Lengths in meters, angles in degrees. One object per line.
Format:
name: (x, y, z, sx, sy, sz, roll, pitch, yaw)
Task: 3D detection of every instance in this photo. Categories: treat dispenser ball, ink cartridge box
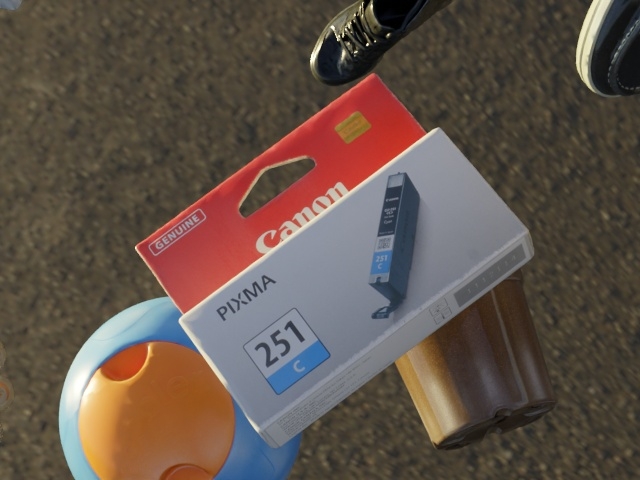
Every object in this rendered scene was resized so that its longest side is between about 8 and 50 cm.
treat dispenser ball: (-0.164, 0.210, 1.926, 0.288, 0.288, 0.288, -10, 66, 25)
ink cartridge box: (0.000, 0.000, 1.481, 0.296, 0.066, 0.261, -37, 62, -3)

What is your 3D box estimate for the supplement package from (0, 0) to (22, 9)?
supplement package: (-0.225, -0.233, 0.669, 0.262, 0.145, 0.204, 12, 71, 23)

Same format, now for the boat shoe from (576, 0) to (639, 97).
boat shoe: (0.474, -0.303, 1.753, 0.500, 0.187, 0.156, -42, 57, 33)

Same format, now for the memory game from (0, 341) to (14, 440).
memory game: (-0.372, 0.136, 1.515, 0.012, 0.186, 0.186, -20, 58, 53)

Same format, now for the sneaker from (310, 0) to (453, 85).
sneaker: (0.048, -0.172, 1.220, 0.170, 0.089, 0.051, -35, 87, 23)

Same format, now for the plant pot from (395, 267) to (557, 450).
plant pot: (0.140, 0.103, 1.553, 0.167, 0.167, 0.165, -25, 72, 18)
